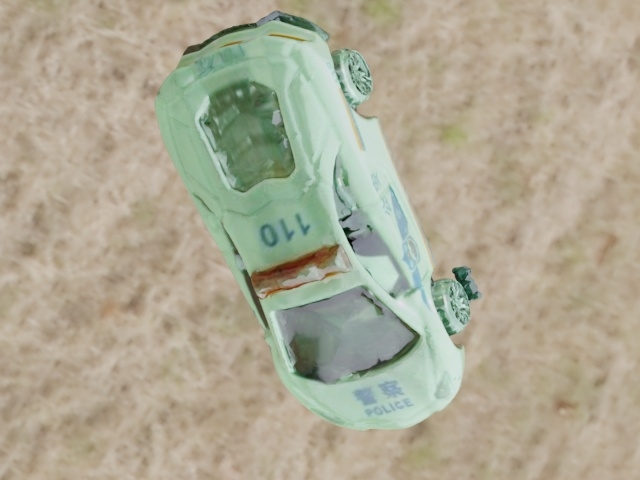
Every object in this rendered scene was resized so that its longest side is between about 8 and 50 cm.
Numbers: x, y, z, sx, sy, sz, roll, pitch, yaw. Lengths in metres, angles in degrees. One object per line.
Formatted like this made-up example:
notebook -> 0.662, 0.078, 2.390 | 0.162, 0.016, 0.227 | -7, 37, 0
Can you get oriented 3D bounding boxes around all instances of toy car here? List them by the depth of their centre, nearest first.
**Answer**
toy car -> 0.000, 0.000, 0.605 | 0.186, 0.093, 0.058 | 66, 24, -15
